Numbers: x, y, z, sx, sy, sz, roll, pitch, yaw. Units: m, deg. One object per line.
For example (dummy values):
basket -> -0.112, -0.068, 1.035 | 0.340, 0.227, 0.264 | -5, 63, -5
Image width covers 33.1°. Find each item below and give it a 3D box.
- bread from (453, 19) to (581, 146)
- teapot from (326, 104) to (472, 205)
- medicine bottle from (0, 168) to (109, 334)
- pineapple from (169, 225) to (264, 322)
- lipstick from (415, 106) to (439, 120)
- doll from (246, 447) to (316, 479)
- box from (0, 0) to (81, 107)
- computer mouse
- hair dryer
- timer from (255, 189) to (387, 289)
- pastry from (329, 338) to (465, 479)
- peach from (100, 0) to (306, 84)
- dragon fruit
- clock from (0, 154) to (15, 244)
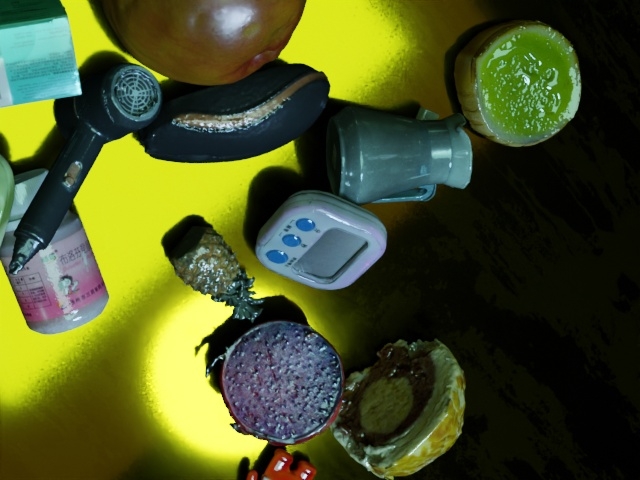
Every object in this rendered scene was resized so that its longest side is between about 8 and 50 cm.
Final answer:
bread -> 0.353, -0.280, 1.918 | 0.236, 0.070, 0.236 | -4, 106, -16
teapot -> 0.130, -0.135, 1.830 | 0.225, 0.171, 0.203 | -3, 143, -9
medicine bottle -> -0.438, 0.017, 1.711 | 0.147, 0.147, 0.247 | -20, 107, -11
pineapple -> -0.168, 0.067, 1.831 | 0.108, 0.108, 0.197 | -42, 117, -4
lipstick -> 0.169, -0.170, 1.910 | 0.030, 0.030, 0.129 | 19, 101, -21
doll -> -0.101, 0.504, 1.969 | 0.142, 0.076, 0.245 | 30, 89, -20
box -> -0.462, -0.281, 1.542 | 0.205, 0.311, 0.118 | -10, 115, -15
computer mouse -> -0.131, -0.191, 1.735 | 0.323, 0.183, 0.116 | -19, 79, -10
hair dryer -> -0.367, -0.101, 1.608 | 0.107, 0.189, 0.352 | 35, 64, -28
timer -> 0.000, 0.000, 1.826 | 0.191, 0.069, 0.208 | 23, 139, -19
pastry -> 0.162, 0.315, 1.927 | 0.256, 0.237, 0.170 | -40, 129, -5
peach -> -0.163, -0.388, 1.593 | 0.343, 0.343, 0.301 | -41, 86, -4
dragon fruit -> -0.062, 0.252, 1.898 | 0.224, 0.148, 0.218 | -29, 79, 1
clock -> -0.629, -0.004, 1.611 | 0.286, 0.117, 0.348 | 19, 104, 5
